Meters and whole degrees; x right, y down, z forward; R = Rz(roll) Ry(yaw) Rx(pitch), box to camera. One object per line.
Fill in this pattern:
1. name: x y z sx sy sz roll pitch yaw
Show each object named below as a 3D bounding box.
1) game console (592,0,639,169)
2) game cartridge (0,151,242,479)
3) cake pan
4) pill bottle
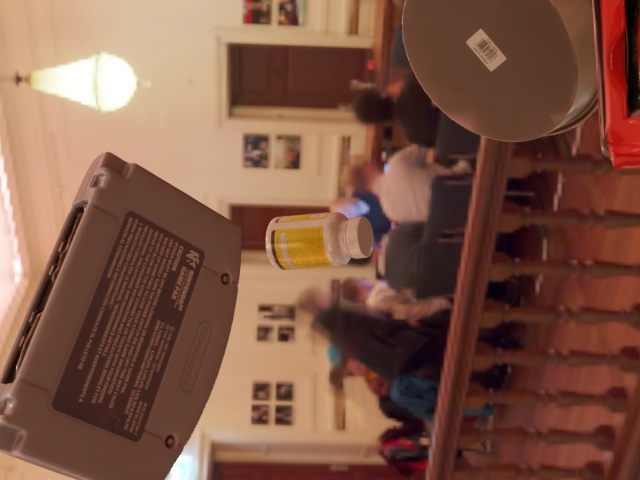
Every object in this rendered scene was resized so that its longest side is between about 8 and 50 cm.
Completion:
1. game console: 0.213 -0.272 0.628 0.386 0.060 0.342 68 -151 -49
2. game cartridge: -0.182 0.087 0.914 0.060 0.196 0.294 -14 52 52
3. cake pan: 0.219 -0.245 1.185 0.054 0.293 0.293 -42 -27 -33
4. pill bottle: 0.000 0.000 1.112 0.065 0.116 0.065 16 -108 -62
